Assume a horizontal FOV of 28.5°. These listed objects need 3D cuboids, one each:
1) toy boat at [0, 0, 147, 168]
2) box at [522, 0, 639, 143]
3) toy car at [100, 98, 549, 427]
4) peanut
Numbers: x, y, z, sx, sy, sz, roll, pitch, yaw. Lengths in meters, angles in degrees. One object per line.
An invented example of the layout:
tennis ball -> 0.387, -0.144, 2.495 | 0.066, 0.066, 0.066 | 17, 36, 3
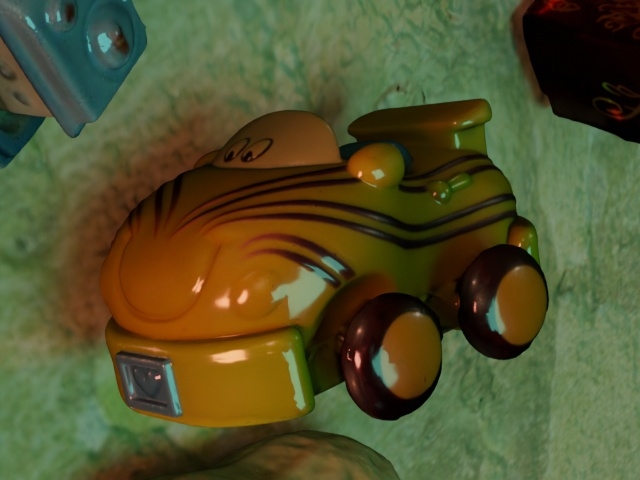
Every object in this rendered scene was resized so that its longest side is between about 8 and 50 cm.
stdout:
toy boat -> -0.146, -0.127, 0.468 | 0.109, 0.098, 0.238 | -62, 145, -29
box -> 0.359, -0.226, 0.863 | 0.415, 0.264, 0.116 | -53, 142, -15
toy car -> 0.000, 0.000, 0.665 | 0.248, 0.200, 0.142 | -21, 105, -42
peanut -> -0.041, 0.186, 0.770 | 0.257, 0.124, 0.123 | -10, 119, -43
